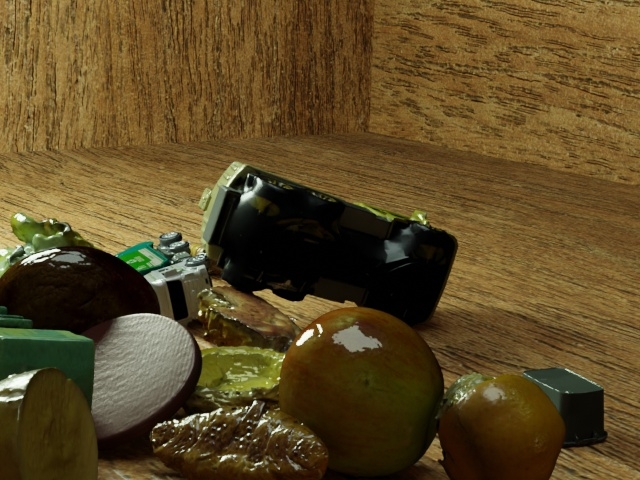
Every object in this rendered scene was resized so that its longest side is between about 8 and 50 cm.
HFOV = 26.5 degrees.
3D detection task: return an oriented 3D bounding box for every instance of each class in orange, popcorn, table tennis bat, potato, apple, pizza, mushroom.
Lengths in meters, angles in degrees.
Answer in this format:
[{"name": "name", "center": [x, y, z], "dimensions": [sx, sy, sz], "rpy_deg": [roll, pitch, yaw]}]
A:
[{"name": "orange", "center": [0.194, 0.214, 1.478], "dimensions": [0.134, 0.157, 0.156], "rpy_deg": [-12, 16, -17]}, {"name": "popcorn", "center": [-0.426, 0.046, 2.087], "dimensions": [0.198, 0.212, 0.198], "rpy_deg": [-8, -20, -3]}, {"name": "table tennis bat", "center": [-0.288, 0.174, 1.658], "dimensions": [0.310, 0.038, 0.200], "rpy_deg": [-10, 42, 21]}, {"name": "potato", "center": [-0.326, 0.222, 1.351], "dimensions": [0.158, 0.178, 0.203], "rpy_deg": [-9, 10, 7]}, {"name": "apple", "center": [0.052, 0.177, 1.552], "dimensions": [0.196, 0.196, 0.196], "rpy_deg": [2, 12, 0]}, {"name": "pizza", "center": [-0.104, 0.135, 1.961], "dimensions": [0.161, 0.086, 0.305], "rpy_deg": [18, 7, -15]}, {"name": "mushroom", "center": [-0.326, 0.110, 1.791], "dimensions": [0.231, 0.194, 0.138], "rpy_deg": [-6, 49, -8]}]

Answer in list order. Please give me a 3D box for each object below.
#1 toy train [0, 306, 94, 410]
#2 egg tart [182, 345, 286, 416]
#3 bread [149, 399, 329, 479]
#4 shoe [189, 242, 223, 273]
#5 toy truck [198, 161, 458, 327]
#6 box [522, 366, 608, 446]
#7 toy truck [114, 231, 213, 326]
[{"name": "toy train", "center": [-0.449, 0.146, 1.503], "dimensions": [0.369, 0.150, 0.237], "rpy_deg": [4, -1, -22]}, {"name": "egg tart", "center": [-0.098, 0.191, 1.688], "dimensions": [0.212, 0.090, 0.212], "rpy_deg": [2, 11, 0]}, {"name": "bread", "center": [-0.082, 0.233, 1.495], "dimensions": [0.233, 0.076, 0.105], "rpy_deg": [2, 55, 29]}, {"name": "shoe", "center": [-0.190, 0.026, 2.489], "dimensions": [0.109, 0.072, 0.069], "rpy_deg": [-7, 20, -37]}, {"name": "toy truck", "center": [0.000, 0.000, 2.172], "dimensions": [0.405, 0.181, 0.254], "rpy_deg": [16, 12, -24]}, {"name": "box", "center": [0.305, 0.209, 1.726], "dimensions": [0.084, 0.069, 0.122], "rpy_deg": [-5, 14, -25]}, {"name": "toy truck", "center": [-0.254, 0.065, 2.220], "dimensions": [0.124, 0.114, 0.253], "rpy_deg": [-16, 18, -18]}]
